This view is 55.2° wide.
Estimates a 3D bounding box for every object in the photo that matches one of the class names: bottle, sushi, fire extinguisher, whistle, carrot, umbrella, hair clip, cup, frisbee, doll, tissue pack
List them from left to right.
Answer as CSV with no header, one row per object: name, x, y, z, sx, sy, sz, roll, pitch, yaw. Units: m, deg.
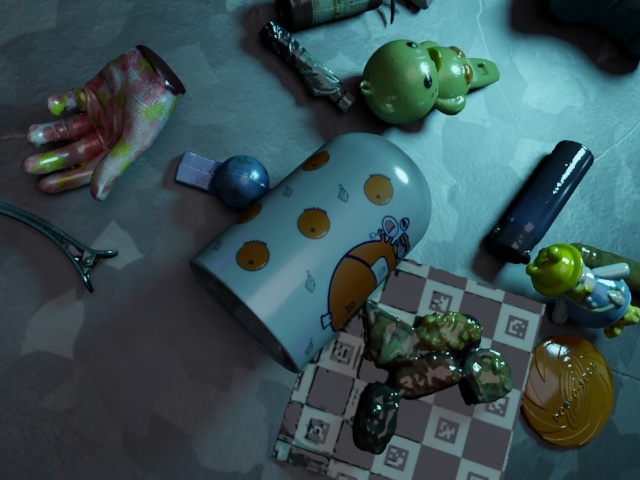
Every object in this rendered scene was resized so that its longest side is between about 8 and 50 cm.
hair clip,-0.403,-0.013,0.859,0.229,0.039,0.070,31,76,-5
whistle,-0.135,-0.092,0.915,0.158,0.090,0.090,19,79,-13
umbrella,-0.023,-0.278,0.992,0.188,0.046,0.050,42,93,-10
cup,0.000,0.000,0.878,0.212,0.212,0.317,47,73,-6
fire extinguisher,0.045,-0.394,1.016,0.231,0.071,0.099,-19,114,-18
sushi,0.143,0.207,0.919,0.343,0.064,0.359,18,79,4
whistle,0.190,-0.274,1.004,0.294,0.141,0.141,-20,89,-18
bottle,0.381,-0.067,1.065,0.082,0.072,0.244,30,73,26
frisbee,0.434,0.260,1.059,0.192,0.035,0.192,2,82,-16
doll,0.437,0.080,1.032,0.241,0.135,0.099,29,62,-27
tissue pack,0.572,-0.481,1.102,0.287,0.198,0.206,17,81,-11
carrot,0.580,0.070,1.110,0.342,0.070,0.070,18,79,-12

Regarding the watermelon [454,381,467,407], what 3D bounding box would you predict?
watermelon,0.251,0.202,1.006,0.119,0.063,0.245,11,75,-25

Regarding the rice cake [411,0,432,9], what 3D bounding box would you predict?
rice cake,0.207,-0.516,1.086,0.080,0.042,0.222,32,75,-9

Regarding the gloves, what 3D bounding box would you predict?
gloves,-0.305,-0.155,0.863,0.241,0.126,0.145,-40,101,12
